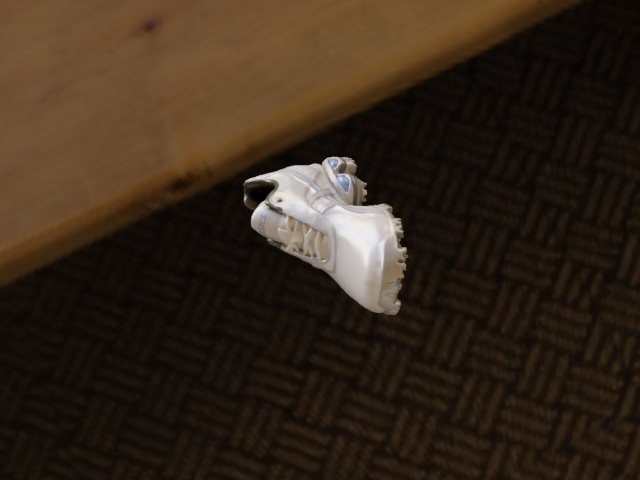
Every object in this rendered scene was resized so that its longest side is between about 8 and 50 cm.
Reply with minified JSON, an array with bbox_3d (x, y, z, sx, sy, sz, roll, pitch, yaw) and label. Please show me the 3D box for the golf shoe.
[{"bbox_3d":[0.000,0.000,0.934,0.086,0.176,0.069,-2,111,-17],"label":"golf shoe"}]
